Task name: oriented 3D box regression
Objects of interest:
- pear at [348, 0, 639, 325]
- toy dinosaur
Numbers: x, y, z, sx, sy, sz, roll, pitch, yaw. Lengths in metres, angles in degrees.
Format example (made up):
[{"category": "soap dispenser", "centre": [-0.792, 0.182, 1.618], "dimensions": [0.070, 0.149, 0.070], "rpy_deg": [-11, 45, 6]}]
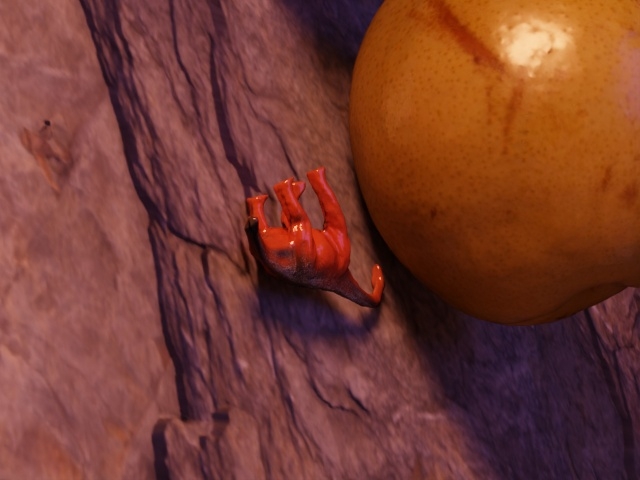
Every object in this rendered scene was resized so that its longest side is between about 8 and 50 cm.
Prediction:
[{"category": "pear", "centre": [0.172, -0.088, 1.581], "dimensions": [0.314, 0.314, 0.314], "rpy_deg": [45, 33, -40]}, {"category": "toy dinosaur", "centre": [-0.006, 0.001, 1.443], "dimensions": [0.279, 0.055, 0.101], "rpy_deg": [0, 78, -65]}]
